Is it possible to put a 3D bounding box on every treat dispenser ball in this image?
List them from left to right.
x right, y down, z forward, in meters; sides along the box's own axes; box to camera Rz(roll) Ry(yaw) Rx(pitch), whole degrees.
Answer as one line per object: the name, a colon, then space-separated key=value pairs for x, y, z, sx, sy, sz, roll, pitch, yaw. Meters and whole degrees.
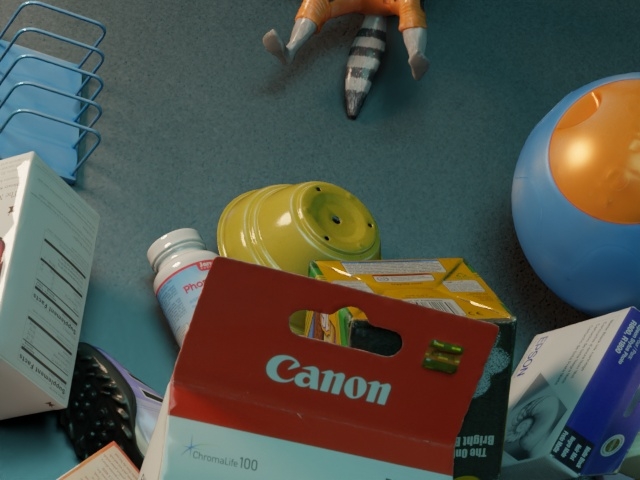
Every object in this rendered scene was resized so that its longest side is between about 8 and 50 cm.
treat dispenser ball: x=0.362 y=-0.047 z=1.930 sx=0.288 sy=0.288 sz=0.288 roll=5 pitch=57 yaw=-8

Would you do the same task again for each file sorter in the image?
file sorter: x=-0.317 y=-0.175 z=1.964 sx=0.118 sy=0.104 sz=0.170 roll=16 pitch=53 yaw=-27

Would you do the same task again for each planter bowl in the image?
planter bowl: x=0.000 y=0.000 z=1.904 sx=0.217 sy=0.090 sz=0.217 roll=20 pitch=43 yaw=-20

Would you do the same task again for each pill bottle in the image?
pill bottle: x=-0.132 y=0.069 z=1.875 sx=0.087 sy=0.087 sz=0.160 roll=-18 pitch=63 yaw=-21

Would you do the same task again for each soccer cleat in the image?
soccer cleat: x=-0.158 y=0.223 z=1.776 sx=0.318 sy=0.109 sz=0.116 roll=43 pitch=31 yaw=25

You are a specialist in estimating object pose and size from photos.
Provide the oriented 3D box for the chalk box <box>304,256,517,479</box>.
chalk box: x=0.081 y=0.182 z=1.761 sx=0.180 sy=0.289 sz=0.179 roll=0 pitch=20 yaw=-14

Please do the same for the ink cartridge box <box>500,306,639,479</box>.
ink cartridge box: x=0.270 y=0.169 z=1.817 sx=0.045 sy=0.224 sz=0.223 roll=46 pitch=55 yaw=-16

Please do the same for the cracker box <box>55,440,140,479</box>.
cracker box: x=-0.278 y=0.311 z=1.647 sx=0.232 sy=0.156 sz=0.067 roll=-34 pitch=69 yaw=-28

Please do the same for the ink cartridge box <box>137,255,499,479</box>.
ink cartridge box: x=-0.012 y=0.236 z=1.606 sx=0.308 sy=0.385 sz=0.091 roll=15 pitch=14 yaw=-19

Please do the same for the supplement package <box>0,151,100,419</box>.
supplement package: x=-0.338 y=0.053 z=1.785 sx=0.139 sy=0.134 sz=0.244 roll=-13 pitch=52 yaw=24

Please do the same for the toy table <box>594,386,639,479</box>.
toy table: x=0.410 y=0.242 z=1.831 sx=0.252 sy=0.161 sz=0.274 roll=-19 pitch=62 yaw=-22

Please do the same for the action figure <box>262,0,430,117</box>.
action figure: x=0.026 y=-0.329 z=2.160 sx=0.341 sy=0.179 sz=0.330 roll=-1 pitch=46 yaw=21
